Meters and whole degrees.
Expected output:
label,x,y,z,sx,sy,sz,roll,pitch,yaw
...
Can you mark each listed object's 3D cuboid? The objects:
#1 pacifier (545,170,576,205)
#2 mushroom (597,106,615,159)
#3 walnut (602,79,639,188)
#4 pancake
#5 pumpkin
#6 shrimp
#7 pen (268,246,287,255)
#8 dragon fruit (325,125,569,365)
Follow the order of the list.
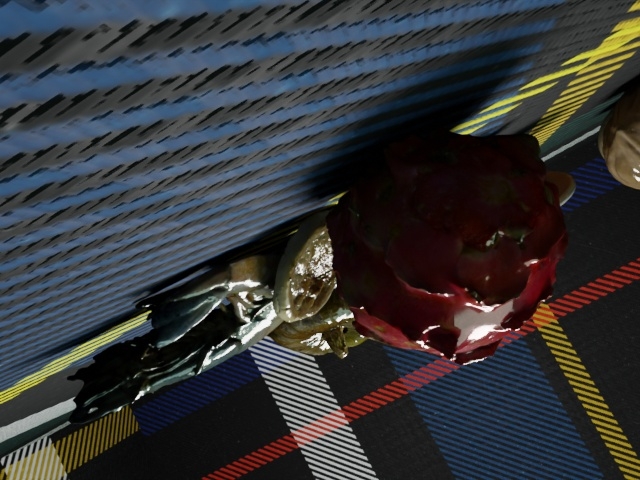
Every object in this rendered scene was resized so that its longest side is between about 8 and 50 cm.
label,x,y,z,sx,sy,sz,roll,pitch,yaw
pacifier,0.268,-0.017,0.915,0.332,0.273,0.220,-29,157,-7
mushroom,0.785,-0.215,1.189,0.293,0.290,0.292,-30,180,0
walnut,0.642,-0.197,0.960,0.273,0.226,0.273,4,178,0
pancake,-0.006,0.032,0.598,0.139,0.022,0.139,-42,146,-38
pumpkin,0.010,0.120,0.917,0.219,0.162,0.219,-11,152,-6
shrimp,-0.129,0.091,0.575,0.289,0.075,0.178,-18,149,-21
pen,0.000,0.000,0.695,0.239,0.028,0.028,-27,173,-19
dragon fruit,0.105,0.010,0.512,0.205,0.210,0.268,-11,177,-7
